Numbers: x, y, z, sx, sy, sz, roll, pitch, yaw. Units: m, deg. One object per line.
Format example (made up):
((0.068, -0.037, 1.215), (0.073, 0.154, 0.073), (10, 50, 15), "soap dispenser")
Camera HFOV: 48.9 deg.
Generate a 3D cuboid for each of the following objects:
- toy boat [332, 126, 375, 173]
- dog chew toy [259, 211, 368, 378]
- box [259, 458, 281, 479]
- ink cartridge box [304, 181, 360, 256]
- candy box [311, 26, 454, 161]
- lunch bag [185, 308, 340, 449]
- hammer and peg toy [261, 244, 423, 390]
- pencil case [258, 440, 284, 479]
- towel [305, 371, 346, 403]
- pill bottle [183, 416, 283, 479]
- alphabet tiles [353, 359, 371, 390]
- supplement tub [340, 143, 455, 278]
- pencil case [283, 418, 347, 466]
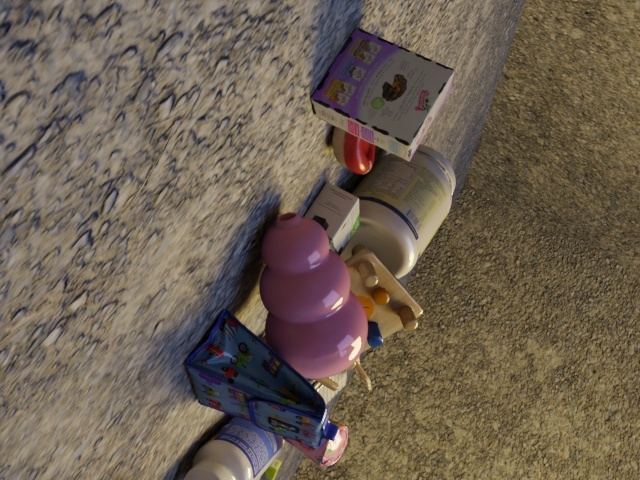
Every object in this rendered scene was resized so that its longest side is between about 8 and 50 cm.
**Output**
((0.125, -0.238, 1.420), (0.231, 0.151, 0.151), (-66, 166, 14), "toy boat")
((-0.026, 0.102, 1.364), (0.206, 0.207, 0.332), (-46, 129, -49), "dog chew toy")
((-0.198, 0.738, 2.214), (0.042, 0.109, 0.178), (-48, 161, -57), "box")
((0.000, 0.000, 1.558), (0.208, 0.087, 0.153), (-57, 165, -17), "ink cartridge box")
((0.109, -0.256, 1.231), (0.165, 0.196, 0.070), (-58, 166, -13), "candy box")
((-0.092, 0.294, 1.350), (0.138, 0.293, 0.221), (-55, 165, -28), "lunch bag")
((0.040, 0.195, 1.692), (0.361, 0.266, 0.127), (-36, -146, 13), "hammer and peg toy")
((-0.211, 0.635, 1.951), (0.273, 0.113, 0.124), (-55, -173, -31), "pencil case")
((-0.048, 0.446, 2.122), (0.284, 0.121, 0.235), (-43, 159, -20), "towel")
((-0.208, 0.522, 1.667), (0.152, 0.152, 0.272), (-67, 165, 20), "pill bottle")
((0.073, 0.311, 2.074), (0.021, 0.278, 0.284), (-31, 160, -7), "alphabet tiles")
((0.194, -0.080, 1.799), (0.325, 0.235, 0.235), (-51, 162, -39), "supplement tub")
((-0.070, 0.472, 1.815), (0.124, 0.284, 0.124), (-38, 139, -43), "pencil case")
